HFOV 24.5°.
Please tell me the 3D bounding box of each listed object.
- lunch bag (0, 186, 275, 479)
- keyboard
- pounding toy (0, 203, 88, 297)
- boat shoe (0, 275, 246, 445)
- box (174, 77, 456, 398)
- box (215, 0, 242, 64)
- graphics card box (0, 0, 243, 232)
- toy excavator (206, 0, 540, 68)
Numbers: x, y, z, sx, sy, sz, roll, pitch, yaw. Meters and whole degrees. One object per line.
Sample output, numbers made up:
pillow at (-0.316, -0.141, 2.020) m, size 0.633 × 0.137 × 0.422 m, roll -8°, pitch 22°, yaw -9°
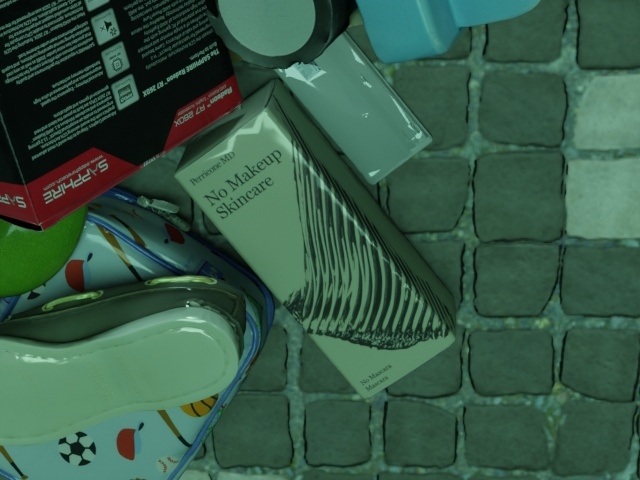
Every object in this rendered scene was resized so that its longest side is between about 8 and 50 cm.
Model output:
lunch bag at (-0.198, 0.103, 1.362) m, size 0.243 × 0.115 × 0.303 m, roll 32°, pitch 110°, yaw -4°
keyboard at (-0.007, -0.163, 1.295) m, size 0.072 × 0.014 × 0.256 m, roll -35°, pitch 106°, yaw 22°
pounding toy at (-0.315, -0.062, 1.253) m, size 0.183 × 0.110 × 0.237 m, roll -40°, pitch 75°, yaw 19°
boat shoe at (-0.207, 0.099, 1.257) m, size 0.305 × 0.091 × 0.109 m, roll -11°, pitch 118°, yaw 14°
box at (0.000, 0.000, 1.316) m, size 0.113 × 0.094 × 0.275 m, roll -36°, pitch 106°, yaw 17°
box at (-0.108, -0.244, 1.249) m, size 0.164 × 0.021 × 0.201 m, roll -24°, pitch 111°, yaw 23°
graphics card box at (-0.208, -0.224, 1.126) m, size 0.094 × 0.233 × 0.370 m, roll 16°, pitch 131°, yaw 42°
toy excavator at (0.149, -0.239, 1.064) m, size 0.445 × 0.222 × 0.432 m, roll -8°, pitch 115°, yaw 30°
